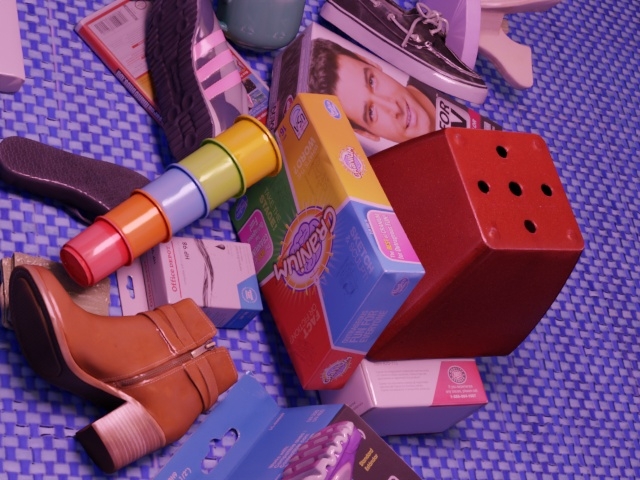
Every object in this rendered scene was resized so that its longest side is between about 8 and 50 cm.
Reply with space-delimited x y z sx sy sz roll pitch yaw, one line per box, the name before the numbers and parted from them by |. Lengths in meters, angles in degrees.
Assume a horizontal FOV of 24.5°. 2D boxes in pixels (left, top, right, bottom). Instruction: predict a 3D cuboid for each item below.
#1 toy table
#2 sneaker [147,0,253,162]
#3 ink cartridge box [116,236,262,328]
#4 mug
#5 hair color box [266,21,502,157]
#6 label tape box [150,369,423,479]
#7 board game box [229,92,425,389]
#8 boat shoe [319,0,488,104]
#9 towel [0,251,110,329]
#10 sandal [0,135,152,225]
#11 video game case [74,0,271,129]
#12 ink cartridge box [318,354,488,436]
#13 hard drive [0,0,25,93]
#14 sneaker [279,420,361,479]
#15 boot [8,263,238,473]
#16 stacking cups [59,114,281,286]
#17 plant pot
toy table | 0.272 -0.384 2.451 0.161 0.252 0.274 1 92 -22
sneaker | -0.162 -0.233 2.098 0.131 0.112 0.319 17 56 -46
ink cartridge box | -0.174 0.055 1.949 0.180 0.060 0.104 5 59 -33
mug | -0.106 -0.346 2.228 0.158 0.097 0.129 10 23 -7
hair color box | 0.102 -0.156 2.236 0.374 0.113 0.185 25 49 -26
label tape box | -0.010 0.338 1.844 0.347 0.115 0.249 46 45 -3
board game box | 0.000 0.000 1.940 0.064 0.242 0.316 2 46 -33
boat shoe | 0.148 -0.327 2.340 0.306 0.105 0.113 35 16 19
towel | -0.331 0.075 1.846 0.148 0.027 0.110 13 54 -28
sandal | -0.311 -0.066 1.944 0.255 0.054 0.097 24 41 -16
video game case | -0.199 -0.247 2.157 0.285 0.025 0.204 48 45 1
ink cartridge box | 0.089 0.122 2.054 0.207 0.117 0.283 2 60 -35
hard drive | -0.529 -0.370 1.985 0.233 0.047 0.353 7 57 -33
sneaker | 0.001 0.323 1.731 0.104 0.095 0.236 38 53 -17
boot | -0.235 0.117 1.803 0.220 0.109 0.283 -33 93 -35
stacking cups | -0.198 -0.050 1.899 0.316 0.096 0.096 -34 84 -27
plant pot | 0.191 -0.011 1.969 0.267 0.236 0.267 1 61 -36
